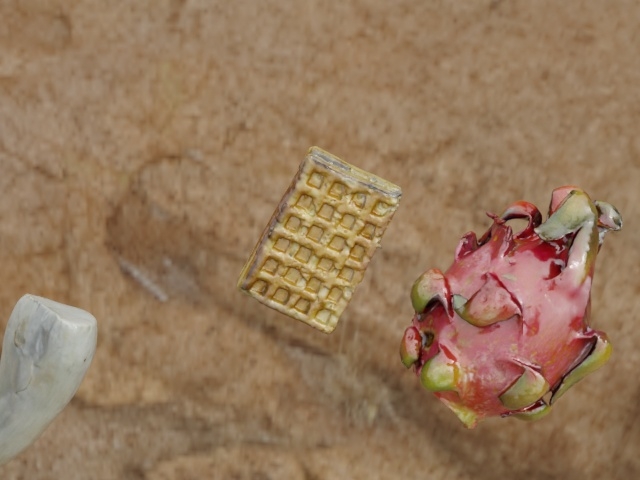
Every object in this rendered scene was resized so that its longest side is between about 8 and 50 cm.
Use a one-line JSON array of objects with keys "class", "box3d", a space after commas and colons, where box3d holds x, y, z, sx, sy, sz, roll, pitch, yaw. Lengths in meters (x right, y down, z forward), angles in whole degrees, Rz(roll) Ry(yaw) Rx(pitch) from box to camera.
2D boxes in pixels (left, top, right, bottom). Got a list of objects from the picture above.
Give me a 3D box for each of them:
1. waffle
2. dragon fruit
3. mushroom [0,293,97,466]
[{"class": "waffle", "box3d": [0.000, 0.000, 1.457, 0.102, 0.148, 0.042, 24, 15, -14]}, {"class": "dragon fruit", "box3d": [0.225, 0.072, 1.927, 0.243, 0.227, 0.307, -3, 61, 21]}, {"class": "mushroom", "box3d": [-0.295, 0.154, 1.553, 0.092, 0.223, 0.081, 32, 12, -12]}]
